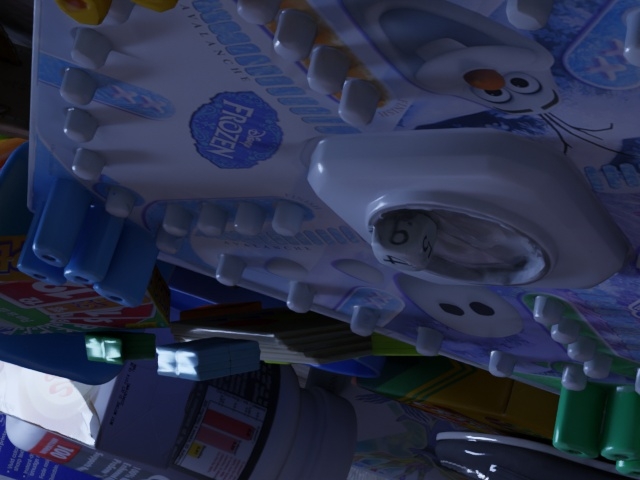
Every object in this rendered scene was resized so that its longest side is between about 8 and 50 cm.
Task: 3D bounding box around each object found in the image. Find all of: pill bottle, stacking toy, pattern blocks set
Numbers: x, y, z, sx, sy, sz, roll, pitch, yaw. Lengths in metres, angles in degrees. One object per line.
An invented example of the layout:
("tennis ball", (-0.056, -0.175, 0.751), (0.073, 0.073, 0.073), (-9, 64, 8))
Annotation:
("pill bottle", (-0.153, 0.196, 1.479), (0.363, 0.210, 0.210), (25, 169, -20))
("stacking toy", (-0.258, -0.024, 1.002), (0.302, 0.165, 0.175), (25, 180, 43))
("pattern blocks set", (0.007, 0.061, 0.890), (0.325, 0.026, 0.285), (-5, -177, -29))

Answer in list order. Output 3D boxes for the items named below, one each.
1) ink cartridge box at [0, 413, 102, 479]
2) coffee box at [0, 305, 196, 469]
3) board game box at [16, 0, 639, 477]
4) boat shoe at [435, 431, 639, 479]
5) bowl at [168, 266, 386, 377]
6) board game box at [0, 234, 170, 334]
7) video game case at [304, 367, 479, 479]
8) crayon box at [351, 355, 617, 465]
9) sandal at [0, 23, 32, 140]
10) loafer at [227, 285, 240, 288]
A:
("ink cartridge box", (-0.306, 0.155, 1.567), (0.307, 0.303, 0.072), (22, 169, -18))
("coffee box", (-0.234, 0.110, 1.216), (0.246, 0.141, 0.098), (11, 169, 41))
("board game box", (0.059, 0.001, 0.553), (0.390, 0.050, 0.390), (19, 158, -7))
("boat shoe", (0.245, 0.252, 1.219), (0.335, 0.095, 0.112), (7, 165, 35))
("bowl", (-0.119, 0.033, 1.209), (0.391, 0.077, 0.391), (18, 171, 3))
("board game box", (-0.229, 0.031, 0.787), (0.259, 0.039, 0.124), (0, 162, 2))
("video game case", (0.137, 0.230, 1.602), (0.329, 0.036, 0.300), (17, 145, 3))
("crayon box", (0.199, 0.153, 1.285), (0.202, 0.081, 0.318), (24, 169, -27))
("sandal", (-0.179, -0.098, 0.669), (0.240, 0.088, 0.079), (15, 141, -26))
("loafer", (-0.024, -0.007, 0.774), (0.251, 0.087, 0.094), (11, 168, 36))
